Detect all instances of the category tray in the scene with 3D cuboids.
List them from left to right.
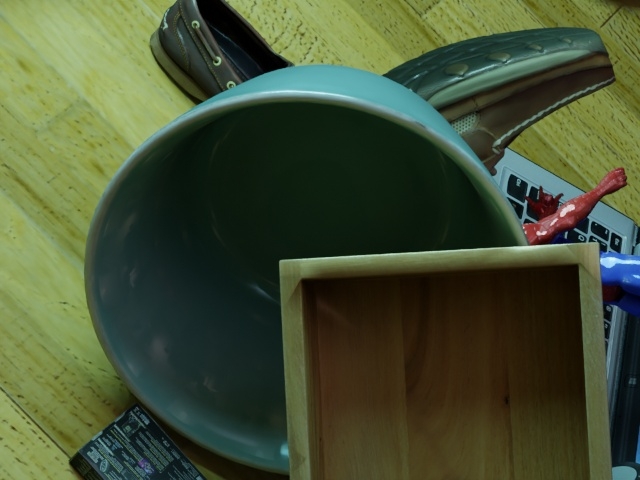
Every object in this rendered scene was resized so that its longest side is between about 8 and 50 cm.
[{"bbox_3d":[0.088,0.213,1.206,0.203,0.076,0.411,-3,87,8],"label":"tray"}]

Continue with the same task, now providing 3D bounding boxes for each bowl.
[{"bbox_3d":[0.000,0.000,1.347,0.311,0.311,0.163,32,28,-12],"label":"bowl"}]

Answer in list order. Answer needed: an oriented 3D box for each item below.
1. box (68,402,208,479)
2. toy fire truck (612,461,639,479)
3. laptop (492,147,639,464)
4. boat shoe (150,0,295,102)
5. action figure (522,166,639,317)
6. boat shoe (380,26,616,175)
[{"bbox_3d":[-0.125,0.164,1.321,0.083,0.018,0.067,47,45,3],"label":"box"},{"bbox_3d":[0.213,0.277,1.291,0.246,0.217,0.158,-63,133,-67],"label":"toy fire truck"},{"bbox_3d":[0.258,0.046,1.516,0.408,0.236,0.382,29,47,-14],"label":"laptop"},{"bbox_3d":[-0.048,-0.120,1.539,0.207,0.073,0.073,42,39,-4],"label":"boat shoe"},{"bbox_3d":[0.245,0.004,1.483,0.280,0.091,0.139,15,56,10],"label":"action figure"},{"bbox_3d":[0.077,-0.072,1.486,0.122,0.324,0.120,-109,179,-74],"label":"boat shoe"}]
